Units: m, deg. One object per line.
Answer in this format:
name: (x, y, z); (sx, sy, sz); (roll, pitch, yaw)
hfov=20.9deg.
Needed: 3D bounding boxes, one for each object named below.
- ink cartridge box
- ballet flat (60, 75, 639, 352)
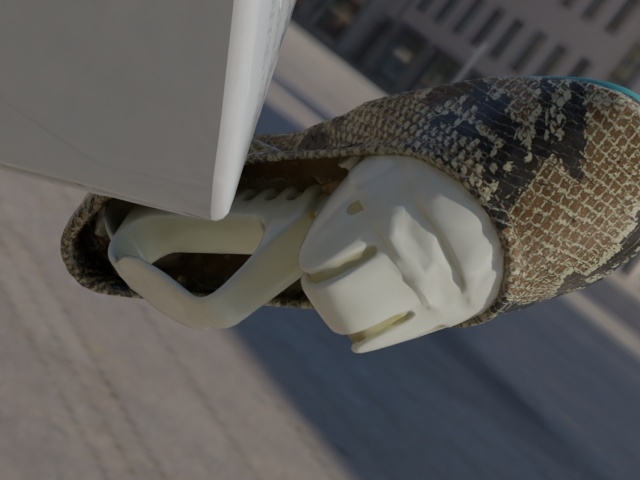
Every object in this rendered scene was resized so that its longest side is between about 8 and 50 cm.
ink cartridge box: (-0.040, -0.246, 0.455); (0.160, 0.385, 0.279); (14, -33, 2)
ballet flat: (0.000, 0.000, 1.137); (0.483, 0.182, 0.164); (-1, -61, 45)
